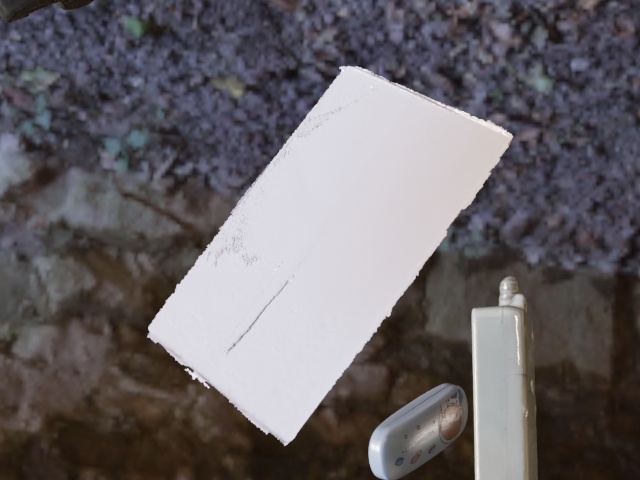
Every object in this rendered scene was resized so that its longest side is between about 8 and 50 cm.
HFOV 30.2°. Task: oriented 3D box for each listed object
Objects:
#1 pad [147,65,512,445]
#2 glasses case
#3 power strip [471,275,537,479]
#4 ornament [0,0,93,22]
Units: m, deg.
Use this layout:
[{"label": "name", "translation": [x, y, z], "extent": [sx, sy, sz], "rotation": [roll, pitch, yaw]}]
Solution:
[{"label": "pad", "translation": [0.000, 0.000, 0.737], "extent": [0.156, 0.232, 0.004], "rotation": [30, 171, 40]}, {"label": "glasses case", "translation": [0.122, 0.232, 1.443], "extent": [0.045, 0.067, 0.178], "rotation": [7, -158, 41]}, {"label": "power strip", "translation": [0.193, 0.204, 1.232], "extent": [0.058, 0.339, 0.098], "rotation": [-2, 169, 17]}, {"label": "ornament", "translation": [-0.134, -0.253, 0.595], "extent": [0.202, 0.236, 0.080], "rotation": [-22, 180, 41]}]
